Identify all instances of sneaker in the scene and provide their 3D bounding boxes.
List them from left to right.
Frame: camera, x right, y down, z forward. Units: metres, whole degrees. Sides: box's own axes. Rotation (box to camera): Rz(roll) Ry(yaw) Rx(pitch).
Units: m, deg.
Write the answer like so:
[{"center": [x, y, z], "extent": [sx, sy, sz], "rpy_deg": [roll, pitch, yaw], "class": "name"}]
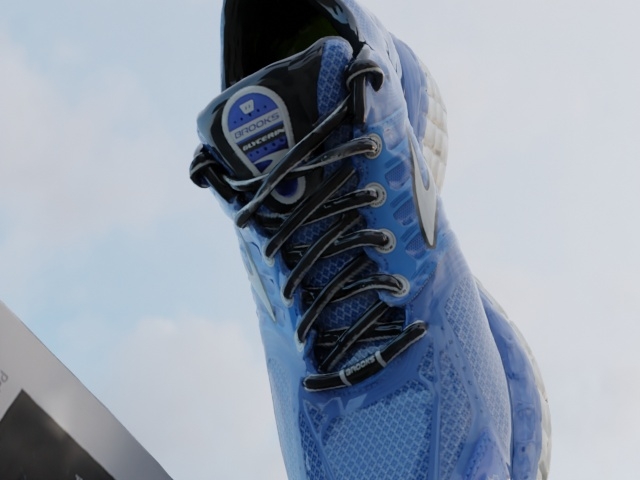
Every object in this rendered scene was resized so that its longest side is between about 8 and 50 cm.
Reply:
[{"center": [0.000, 0.000, 0.498], "extent": [0.129, 0.330, 0.147], "rpy_deg": [-27, -40, 18], "class": "sneaker"}]

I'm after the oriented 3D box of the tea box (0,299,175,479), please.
[{"center": [-0.286, 0.154, 0.381], "extent": [0.323, 0.329, 0.220], "rpy_deg": [-11, -52, 38], "class": "tea box"}]
